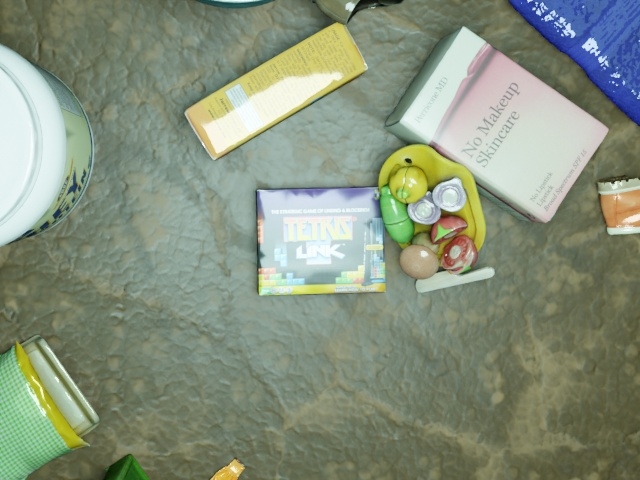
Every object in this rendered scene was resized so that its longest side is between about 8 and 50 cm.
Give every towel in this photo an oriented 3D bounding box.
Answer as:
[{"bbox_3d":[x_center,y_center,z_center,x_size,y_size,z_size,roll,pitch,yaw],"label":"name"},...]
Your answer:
[{"bbox_3d":[0.428,-0.306,1.298,0.308,0.076,0.227,41,96,-7],"label":"towel"}]

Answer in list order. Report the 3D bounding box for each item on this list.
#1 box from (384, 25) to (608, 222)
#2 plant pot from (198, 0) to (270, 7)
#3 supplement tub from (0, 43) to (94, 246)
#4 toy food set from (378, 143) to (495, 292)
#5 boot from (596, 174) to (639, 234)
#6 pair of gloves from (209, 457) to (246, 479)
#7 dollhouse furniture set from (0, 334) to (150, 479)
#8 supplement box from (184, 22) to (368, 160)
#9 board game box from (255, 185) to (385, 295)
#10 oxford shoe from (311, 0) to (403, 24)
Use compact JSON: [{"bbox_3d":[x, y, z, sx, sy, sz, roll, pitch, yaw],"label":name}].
[{"bbox_3d":[0.224,-0.146,1.256,0.232,0.127,0.148,33,90,-7],"label":"box"},{"bbox_3d":[-0.102,-0.398,1.144,0.272,0.255,0.271,0,94,-5],"label":"plant pot"},{"bbox_3d":[-0.394,-0.106,1.100,0.235,0.325,0.235,0,94,-5],"label":"supplement tub"},{"bbox_3d":[0.140,-0.011,1.226,0.128,0.071,0.218,-7,119,27],"label":"toy food set"},{"bbox_3d":[0.461,-0.052,1.323,0.158,0.059,0.084,-9,98,4],"label":"boot"},{"bbox_3d":[-0.114,0.345,1.314,0.074,0.010,0.083,-43,97,-2],"label":"pair of gloves"},{"bbox_3d":[-0.360,0.292,1.216,0.197,0.151,0.301,-34,96,-2],"label":"dollhouse furniture set"},{"bbox_3d":[-0.057,-0.192,1.251,0.233,0.078,0.080,-33,96,-2],"label":"supplement box"},{"bbox_3d":[0.000,0.000,1.284,0.170,0.048,0.141,-2,95,-5],"label":"board game box"},{"bbox_3d":[0.088,-0.346,1.235,0.227,0.083,0.096,-40,83,-17],"label":"oxford shoe"}]
